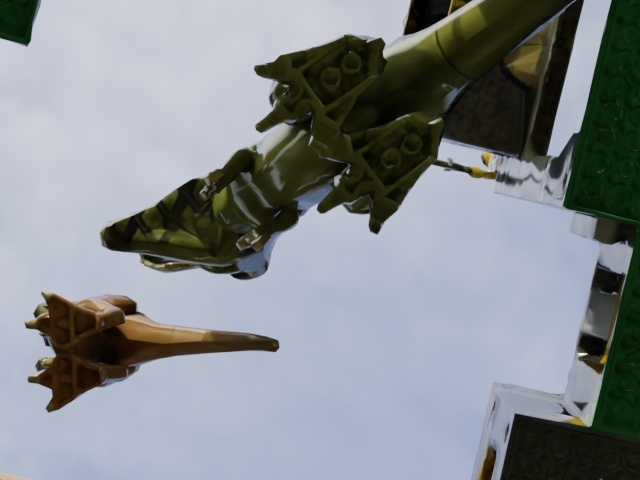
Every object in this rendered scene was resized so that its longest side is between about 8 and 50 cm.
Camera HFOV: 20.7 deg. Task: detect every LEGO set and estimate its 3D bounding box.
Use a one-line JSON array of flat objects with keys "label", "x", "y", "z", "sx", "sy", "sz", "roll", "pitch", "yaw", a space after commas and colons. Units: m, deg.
[{"label": "LEGO set", "x": 0.000, "y": 0.000, "z": 0.488, "sx": 0.255, "sy": 0.192, "sz": 0.331, "roll": 5, "pitch": -87, "yaw": 0}]
